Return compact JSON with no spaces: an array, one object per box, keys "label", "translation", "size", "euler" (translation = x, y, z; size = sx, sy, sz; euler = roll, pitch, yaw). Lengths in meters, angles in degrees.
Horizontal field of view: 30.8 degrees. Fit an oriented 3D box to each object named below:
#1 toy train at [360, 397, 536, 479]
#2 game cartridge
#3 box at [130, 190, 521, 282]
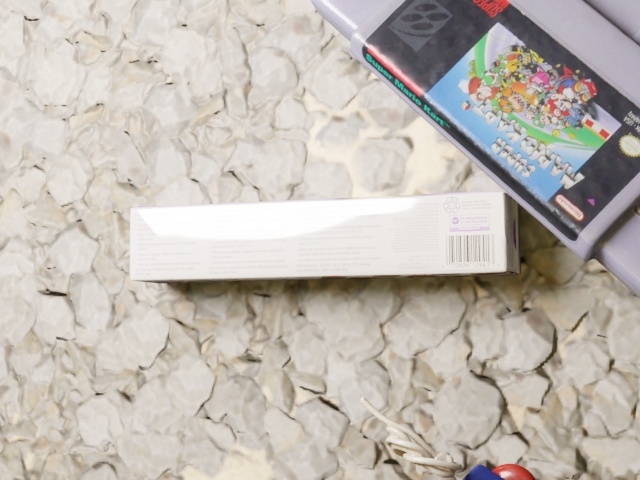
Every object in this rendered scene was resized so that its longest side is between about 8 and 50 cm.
[{"label":"toy train","translation":[0.107,0.241,0.883],"size":[0.248,0.105,0.143],"euler":[32,111,19]},{"label":"game cartridge","translation":[0.186,-0.146,0.864],"size":[0.230,0.068,0.355],"euler":[-44,73,-7]},{"label":"box","translation":[0.000,0.000,0.949],"size":[0.324,0.063,0.067],"euler":[-3,85,20]}]
